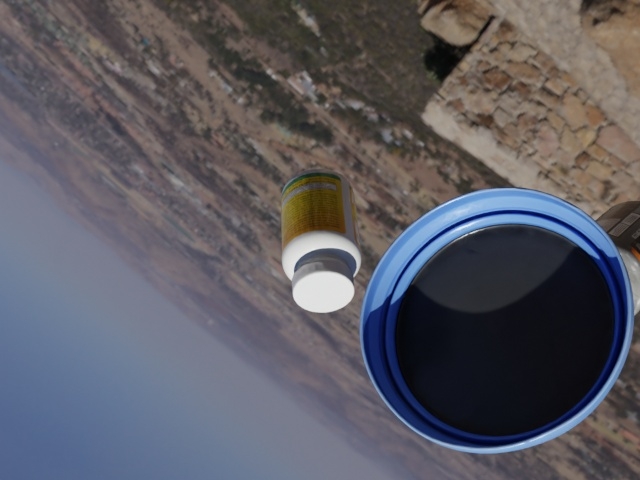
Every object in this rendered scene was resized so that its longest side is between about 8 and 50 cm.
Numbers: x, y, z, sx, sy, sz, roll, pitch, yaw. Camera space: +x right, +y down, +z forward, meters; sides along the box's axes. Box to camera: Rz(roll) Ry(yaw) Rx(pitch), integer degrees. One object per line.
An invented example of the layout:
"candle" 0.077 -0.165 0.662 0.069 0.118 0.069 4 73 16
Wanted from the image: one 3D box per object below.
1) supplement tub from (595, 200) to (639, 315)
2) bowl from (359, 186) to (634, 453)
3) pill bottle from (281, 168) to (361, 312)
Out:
"supplement tub" 0.611 0.052 1.590 0.193 0.316 0.194 22 126 35
"bowl" 0.248 0.112 1.101 0.391 0.391 0.077 30 174 39
"pill bottle" 0.000 0.000 1.138 0.117 0.117 0.208 48 -154 -39
